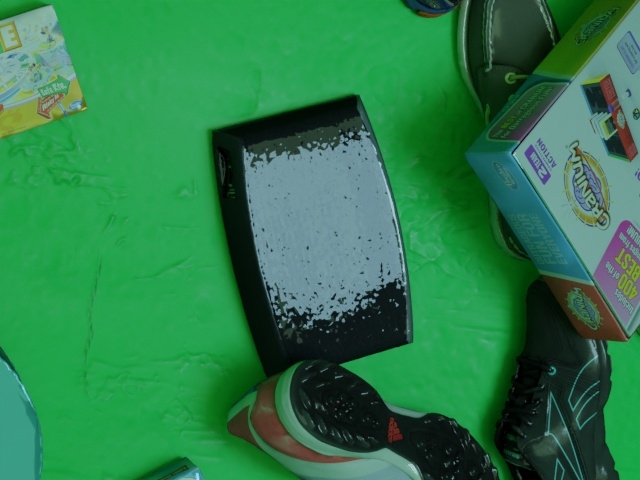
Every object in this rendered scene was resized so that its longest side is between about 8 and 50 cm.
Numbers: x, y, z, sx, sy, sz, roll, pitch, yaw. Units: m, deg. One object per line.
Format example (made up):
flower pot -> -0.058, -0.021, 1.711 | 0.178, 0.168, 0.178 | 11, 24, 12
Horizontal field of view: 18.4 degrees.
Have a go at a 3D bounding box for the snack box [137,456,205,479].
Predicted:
snack box -> -0.139, 0.391, 1.896 | 0.187, 0.060, 0.322 | -27, 103, -13

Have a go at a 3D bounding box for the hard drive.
hard drive -> 0.000, 0.000, 1.905 | 0.172, 0.054, 0.254 | -15, 100, -16

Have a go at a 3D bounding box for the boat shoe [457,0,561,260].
boat shoe -> 0.207, -0.126, 1.940 | 0.109, 0.091, 0.305 | -11, 99, -17

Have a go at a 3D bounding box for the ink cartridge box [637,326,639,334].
ink cartridge box -> 0.423, 0.064, 2.062 | 0.181, 0.056, 0.224 | -46, 125, -9

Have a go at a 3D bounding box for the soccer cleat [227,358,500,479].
soccer cleat -> 0.052, 0.213, 1.931 | 0.318, 0.116, 0.108 | 32, 53, -34

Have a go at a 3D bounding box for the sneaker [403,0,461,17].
sneaker -> 0.089, -0.318, 1.885 | 0.083, 0.087, 0.221 | -33, 104, -13

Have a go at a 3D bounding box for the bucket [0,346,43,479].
bucket -> -0.378, 0.176, 1.733 | 0.281, 0.183, 0.281 | -2, 96, -18

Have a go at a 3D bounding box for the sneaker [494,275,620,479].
sneaker -> 0.230, 0.168, 1.968 | 0.106, 0.101, 0.267 | -12, 99, -22

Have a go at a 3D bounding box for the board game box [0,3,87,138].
board game box -> -0.303, -0.144, 1.808 | 0.154, 0.026, 0.103 | -21, 101, -15

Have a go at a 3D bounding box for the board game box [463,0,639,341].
board game box -> 0.302, -0.097, 1.917 | 0.316, 0.064, 0.242 | -48, 118, -28
